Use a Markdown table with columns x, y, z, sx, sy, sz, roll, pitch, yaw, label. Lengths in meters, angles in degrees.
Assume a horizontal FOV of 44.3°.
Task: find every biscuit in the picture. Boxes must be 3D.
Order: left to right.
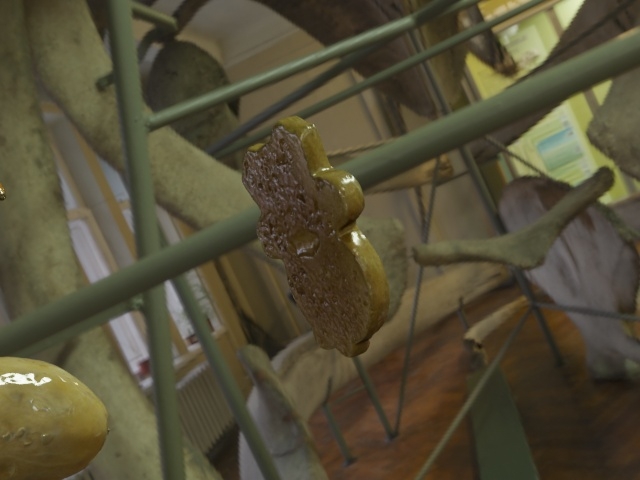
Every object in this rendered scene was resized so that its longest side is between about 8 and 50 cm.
| x | y | z | sx | sy | sz | roll | pitch | yaw | label |
| --- | --- | --- | --- | --- | --- | --- | --- | --- | --- |
| 0.000 | 0.000 | 0.734 | 0.036 | 0.225 | 0.166 | -23 | -5 | -36 | biscuit |

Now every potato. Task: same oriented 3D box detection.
| x | y | z | sx | sy | sz | roll | pitch | yaw | label |
| --- | --- | --- | --- | --- | --- | --- | --- | --- | --- |
| -0.269 | 0.157 | 0.676 | 0.178 | 0.109 | 0.118 | 12 | -27 | -42 | potato |

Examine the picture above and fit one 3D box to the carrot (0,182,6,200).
| x | y | z | sx | sy | sz | roll | pitch | yaw | label |
| --- | --- | --- | --- | --- | --- | --- | --- | --- | --- |
| -0.405 | -0.075 | 0.896 | 0.190 | 0.037 | 0.037 | 18 | 32 | 37 | carrot |
